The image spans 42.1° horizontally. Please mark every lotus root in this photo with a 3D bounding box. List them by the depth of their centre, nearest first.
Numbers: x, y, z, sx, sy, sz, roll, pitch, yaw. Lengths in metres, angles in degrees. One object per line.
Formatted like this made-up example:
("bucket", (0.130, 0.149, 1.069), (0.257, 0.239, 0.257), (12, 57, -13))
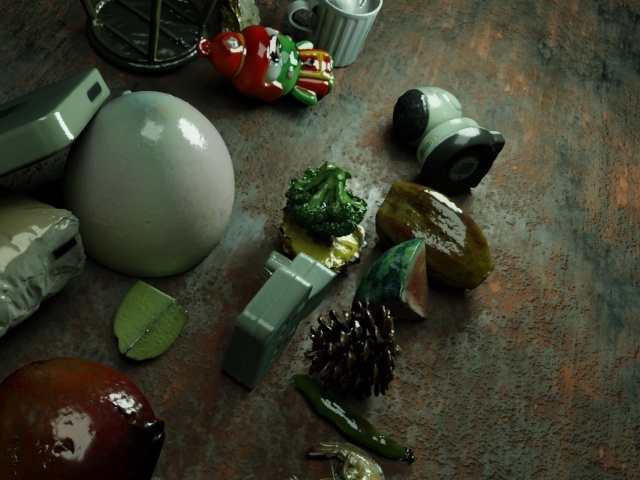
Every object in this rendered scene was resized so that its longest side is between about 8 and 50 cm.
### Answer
("lotus root", (0.265, -0.006, 1.890), (0.291, 0.193, 0.193), (37, 53, 13))

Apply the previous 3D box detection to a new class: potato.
("potato", (-0.351, 0.167, 1.642), (0.120, 0.081, 0.149), (25, 64, 39))

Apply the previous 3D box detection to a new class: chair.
("chair", (-0.400, -0.641, 1.959), (0.365, 0.410, 0.362), (34, 57, 11))

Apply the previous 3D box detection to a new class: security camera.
("security camera", (0.295, -0.272, 2.073), (0.191, 0.197, 0.277), (-3, 50, -30))

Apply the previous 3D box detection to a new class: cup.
("cup", (0.030, -0.588, 2.197), (0.221, 0.202, 0.166), (22, 52, -1))

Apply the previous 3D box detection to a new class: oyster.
("oyster", (-0.233, -0.637, 2.167), (0.111, 0.204, 0.396), (-12, 54, 8))

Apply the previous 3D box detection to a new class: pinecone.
("pinecone", (0.064, 0.215, 1.644), (0.208, 0.207, 0.207), (8, 54, -12))

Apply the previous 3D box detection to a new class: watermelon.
("watermelon", (0.165, 0.088, 1.789), (0.136, 0.202, 0.207), (22, 65, 27))

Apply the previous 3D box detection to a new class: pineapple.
("pineapple", (0.000, 0.000, 1.849), (0.225, 0.076, 0.224), (9, 50, -11))

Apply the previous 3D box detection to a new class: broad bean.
("broad bean", (0.059, 0.357, 1.637), (0.298, 0.043, 0.060), (36, 42, 8))

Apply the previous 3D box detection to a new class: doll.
("doll", (-0.140, -0.436, 2.049), (0.363, 0.160, 0.182), (9, 72, -34))

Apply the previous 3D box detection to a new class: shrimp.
("shrimp", (0.002, 0.444, 1.558), (0.251, 0.052, 0.143), (9, 43, -21))

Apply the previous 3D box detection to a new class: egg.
("egg", (-0.340, -0.145, 1.684), (0.355, 0.339, 0.354), (8, 55, -11))

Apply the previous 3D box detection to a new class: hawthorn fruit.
("hawthorn fruit", (-0.405, 0.336, 1.359), (0.316, 0.316, 0.315), (8, 54, -12))

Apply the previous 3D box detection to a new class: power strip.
("power strip", (-0.097, 0.128, 1.631), (0.141, 0.229, 0.261), (33, 53, 9))

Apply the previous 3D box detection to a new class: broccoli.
("broccoli", (0.014, -0.088, 1.784), (0.196, 0.156, 0.195), (19, 11, -4))

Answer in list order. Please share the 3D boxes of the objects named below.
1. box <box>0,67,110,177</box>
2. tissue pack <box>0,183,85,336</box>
("box", (-0.606, -0.194, 1.585), (0.373, 0.090, 0.367), (-20, 23, 10))
("tissue pack", (-0.671, 0.040, 1.549), (0.376, 0.195, 0.390), (20, 49, 24))
